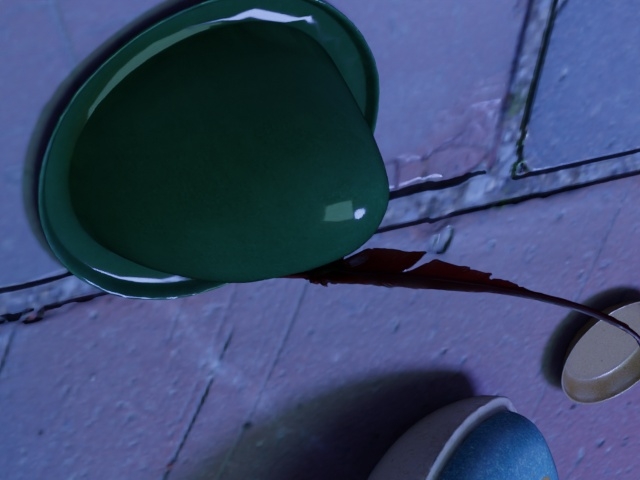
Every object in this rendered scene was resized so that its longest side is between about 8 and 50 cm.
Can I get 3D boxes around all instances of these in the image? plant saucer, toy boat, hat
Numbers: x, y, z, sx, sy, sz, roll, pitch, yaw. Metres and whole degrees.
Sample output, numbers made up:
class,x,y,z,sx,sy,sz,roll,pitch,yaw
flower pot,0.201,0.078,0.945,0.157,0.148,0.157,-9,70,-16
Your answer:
class,x,y,z,sx,sy,sz,roll,pitch,yaw
plant saucer,0.182,0.066,1.150,0.083,0.015,0.083,-19,136,-20
toy boat,0.123,0.236,1.116,0.318,0.148,0.267,24,75,-57
hat,0.000,0.000,0.832,0.208,0.183,0.173,-32,138,-8
